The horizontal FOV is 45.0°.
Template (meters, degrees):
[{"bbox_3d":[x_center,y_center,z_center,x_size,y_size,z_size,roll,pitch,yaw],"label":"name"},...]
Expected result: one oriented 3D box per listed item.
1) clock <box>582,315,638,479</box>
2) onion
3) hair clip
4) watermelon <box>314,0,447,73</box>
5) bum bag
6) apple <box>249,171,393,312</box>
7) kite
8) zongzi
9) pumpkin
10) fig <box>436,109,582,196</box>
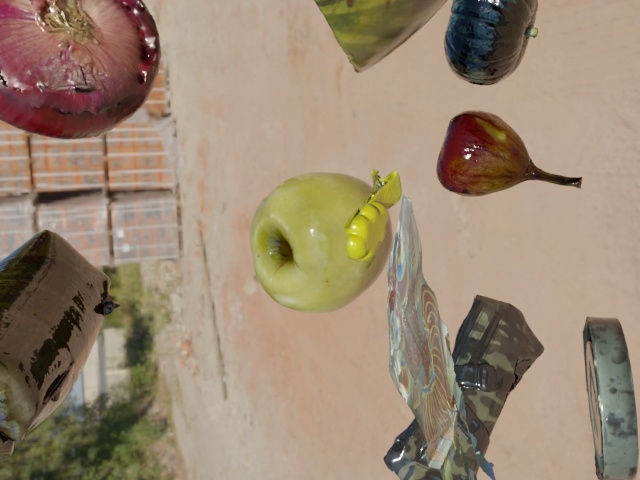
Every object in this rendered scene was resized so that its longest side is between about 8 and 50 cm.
[{"bbox_3d":[0.563,0.308,1.513,0.325,0.067,0.325,-5,-90,-75],"label":"clock"},{"bbox_3d":[-0.314,-0.228,0.926,0.161,0.248,0.248,128,137,-51],"label":"onion"},{"bbox_3d":[0.073,-0.032,1.079,0.173,0.046,0.072,-59,-37,-49],"label":"hair clip"},{"bbox_3d":[0.045,-0.219,0.481,0.159,0.128,0.303,52,-157,-46],"label":"watermelon"},{"bbox_3d":[0.233,0.247,1.203,0.340,0.144,0.095,-57,0,-18],"label":"bum bag"},{"bbox_3d":[0.000,0.000,1.396,0.262,0.262,0.262,176,90,-74],"label":"apple"},{"bbox_3d":[0.057,0.085,0.353,0.229,0.016,0.127,-102,7,-53],"label":"kite"},{"bbox_3d":[-0.521,0.224,1.107,0.208,0.432,0.403,48,-166,-19],"label":"zongzi"},{"bbox_3d":[0.278,-0.345,1.237,0.202,0.140,0.202,-59,-17,-31],"label":"pumpkin"},{"bbox_3d":[0.378,-0.182,1.579,0.190,0.290,0.190,-4,-90,-69],"label":"fig"}]
